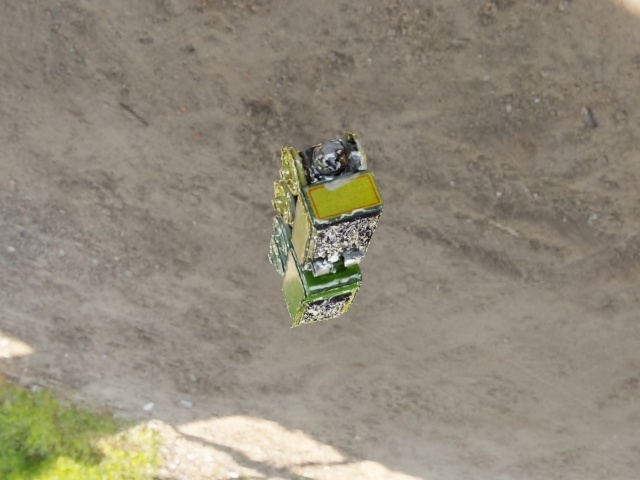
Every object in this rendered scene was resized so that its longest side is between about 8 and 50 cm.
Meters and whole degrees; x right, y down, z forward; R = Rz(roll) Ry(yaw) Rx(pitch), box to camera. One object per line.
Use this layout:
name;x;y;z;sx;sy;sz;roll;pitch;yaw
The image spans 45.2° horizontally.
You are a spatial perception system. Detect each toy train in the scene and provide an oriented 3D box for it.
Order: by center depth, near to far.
toy train;0.000;0.000;0.541;0.060;0.081;0.202;-15;160;-13
